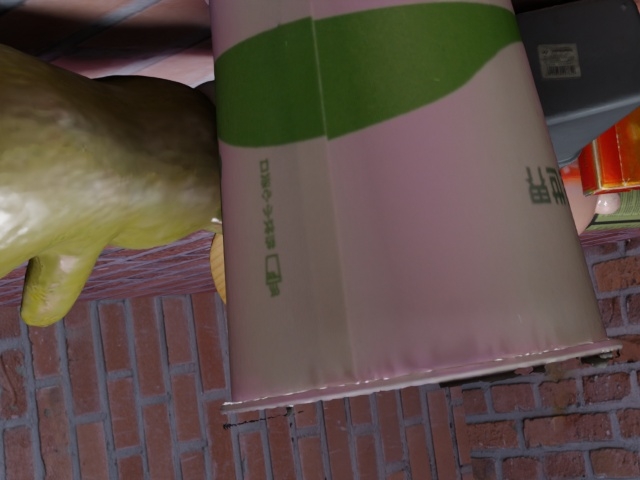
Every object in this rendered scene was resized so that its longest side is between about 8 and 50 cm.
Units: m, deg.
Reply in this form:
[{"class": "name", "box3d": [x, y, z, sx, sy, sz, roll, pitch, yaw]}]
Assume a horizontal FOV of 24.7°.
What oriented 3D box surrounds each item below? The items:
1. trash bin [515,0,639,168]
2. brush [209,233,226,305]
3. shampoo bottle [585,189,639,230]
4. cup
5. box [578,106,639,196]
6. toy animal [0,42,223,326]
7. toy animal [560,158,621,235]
[{"class": "trash bin", "box3d": [0.140, -0.102, 1.135, 0.176, 0.101, 0.236, -13, 172, -14]}, {"class": "brush", "box3d": [0.000, 0.000, 1.829, 0.266, 0.174, 0.166, -30, 176, 32]}, {"class": "shampoo bottle", "box3d": [0.341, -0.063, 1.848, 0.283, 0.101, 0.101, -4, 173, -30]}, {"class": "cup", "box3d": [0.043, -0.036, 0.906, 0.253, 0.274, 0.253, -9, 175, -1]}, {"class": "box", "box3d": [0.326, -0.105, 1.361, 0.175, 0.112, 0.048, -5, 175, -9]}, {"class": "toy animal", "box3d": [-0.156, -0.046, 0.995, 0.180, 0.181, 0.363, -25, 162, 39]}, {"class": "toy animal", "box3d": [0.197, -0.057, 1.516, 0.171, 0.171, 0.197, -2, 180, -44]}]
